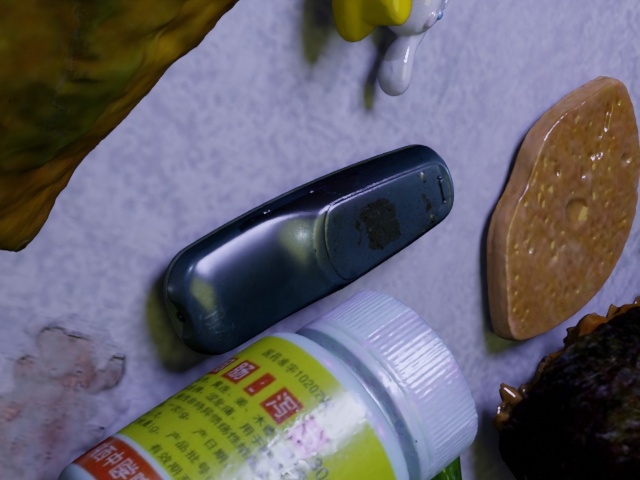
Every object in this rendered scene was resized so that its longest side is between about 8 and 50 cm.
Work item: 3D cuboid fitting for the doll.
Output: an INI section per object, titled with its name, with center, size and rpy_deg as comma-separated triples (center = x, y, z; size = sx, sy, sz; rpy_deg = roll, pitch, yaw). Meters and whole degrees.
[doll]
center = 0.047, -0.158, 0.648
size = 0.113, 0.072, 0.135
rpy_deg = -31, 126, -49

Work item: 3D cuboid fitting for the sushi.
[sushi]
center = 0.310, 0.153, 0.839
size = 0.349, 0.207, 0.234
rpy_deg = -16, 123, -28

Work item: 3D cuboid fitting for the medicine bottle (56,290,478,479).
[medicine bottle]
center = -0.029, 0.136, 0.608
size = 0.225, 0.139, 0.139
rpy_deg = -31, 119, -27

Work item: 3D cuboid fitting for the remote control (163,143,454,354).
[remote control]
center = 0.000, 0.000, 0.656
size = 0.222, 0.042, 0.072
rpy_deg = -28, 115, -29

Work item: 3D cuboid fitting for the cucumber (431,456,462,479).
[cucumber]
center = 0.083, 0.207, 0.766
size = 0.056, 0.056, 0.250
rpy_deg = -19, 112, -33

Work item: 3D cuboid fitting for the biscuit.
[biscuit]
center = 0.192, -0.022, 0.806
size = 0.142, 0.029, 0.220
rpy_deg = 22, 87, -38

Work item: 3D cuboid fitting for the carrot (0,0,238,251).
[carrot]
center = -0.111, -0.171, 0.366
size = 0.241, 0.241, 0.340
rpy_deg = 27, 110, -39
